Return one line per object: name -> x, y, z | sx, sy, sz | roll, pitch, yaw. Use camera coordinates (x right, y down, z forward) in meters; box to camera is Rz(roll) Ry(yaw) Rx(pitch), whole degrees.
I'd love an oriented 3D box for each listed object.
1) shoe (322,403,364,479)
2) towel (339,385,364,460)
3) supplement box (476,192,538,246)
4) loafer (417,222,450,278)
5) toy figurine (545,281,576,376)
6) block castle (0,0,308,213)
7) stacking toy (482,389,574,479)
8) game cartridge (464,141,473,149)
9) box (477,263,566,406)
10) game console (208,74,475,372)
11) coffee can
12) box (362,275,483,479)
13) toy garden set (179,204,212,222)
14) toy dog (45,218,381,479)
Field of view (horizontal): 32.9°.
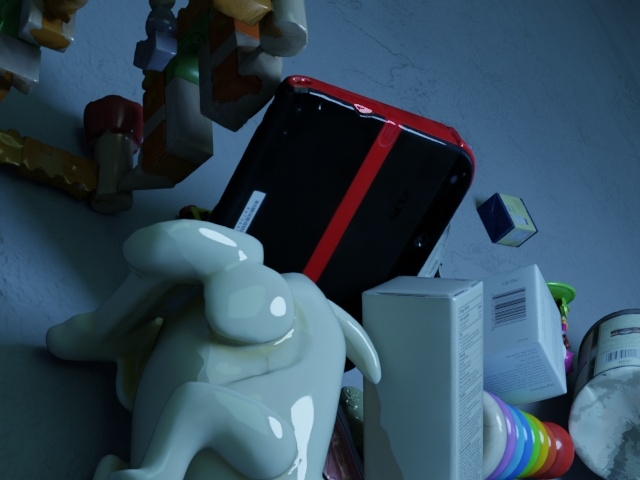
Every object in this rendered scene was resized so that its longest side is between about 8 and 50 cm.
shoe -> -0.001, 0.264, 1.375 | 0.081, 0.063, 0.178 | -2, 62, -56
towel -> 0.085, 0.270, 1.500 | 0.148, 0.027, 0.110 | 30, 38, -28
supplement box -> 0.361, -0.039, 2.091 | 0.083, 0.056, 0.083 | 9, 49, -43
loafer -> 0.145, 0.036, 1.745 | 0.111, 0.112, 0.319 | 65, 30, -9
toy figurine -> 0.398, 0.177, 1.897 | 0.173, 0.130, 0.159 | 42, 40, -55
block castle -> -0.239, -0.249, 1.288 | 0.303, 0.453, 0.212 | 21, 48, -34
stacking toy -> 0.279, 0.299, 1.581 | 0.330, 0.141, 0.141 | 21, 41, -49
game cartridge -> 0.153, -0.145, 1.893 | 0.198, 0.062, 0.297 | 26, 26, 4
box -> 0.269, 0.155, 1.657 | 0.119, 0.182, 0.181 | 58, 25, -30
game console -> 0.000, 0.000, 1.373 | 0.342, 0.386, 0.060 | 14, 23, -38
coffee can -> 0.517, 0.251, 1.780 | 0.201, 0.201, 0.275 | 47, 23, -1
box -> 0.132, 0.208, 1.366 | 0.148, 0.121, 0.311 | -13, 103, -66
toy garden set -> -0.082, 0.042, 1.524 | 0.244, 0.049, 0.203 | 6, 52, -45
toy dog -> -0.085, 0.239, 1.148 | 0.395, 0.285, 0.407 | 14, 51, -44
